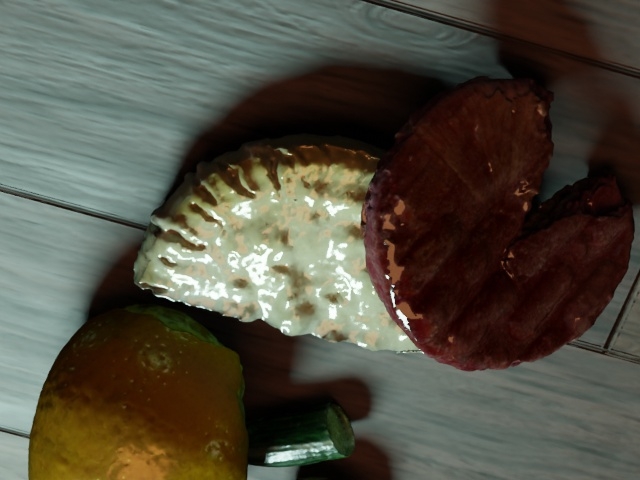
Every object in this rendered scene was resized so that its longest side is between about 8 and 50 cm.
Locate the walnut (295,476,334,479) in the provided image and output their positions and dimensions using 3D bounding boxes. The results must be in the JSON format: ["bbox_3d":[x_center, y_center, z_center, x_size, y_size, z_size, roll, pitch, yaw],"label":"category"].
[{"bbox_3d":[-0.003,0.240,1.668,0.092,0.092,0.092,3,127,5],"label":"walnut"}]

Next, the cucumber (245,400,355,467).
[{"bbox_3d":[-0.028,0.164,1.632,0.105,0.048,0.048,-12,124,16],"label":"cucumber"}]

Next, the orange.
[{"bbox_3d":[-0.143,0.177,1.585,0.179,0.158,0.237,16,131,8],"label":"orange"}]

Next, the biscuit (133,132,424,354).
[{"bbox_3d":[0.000,0.000,1.484,0.281,0.084,0.179,8,127,2],"label":"biscuit"}]

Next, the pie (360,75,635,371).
[{"bbox_3d":[0.124,-0.010,1.422,0.204,0.054,0.219,-35,116,-16],"label":"pie"}]
